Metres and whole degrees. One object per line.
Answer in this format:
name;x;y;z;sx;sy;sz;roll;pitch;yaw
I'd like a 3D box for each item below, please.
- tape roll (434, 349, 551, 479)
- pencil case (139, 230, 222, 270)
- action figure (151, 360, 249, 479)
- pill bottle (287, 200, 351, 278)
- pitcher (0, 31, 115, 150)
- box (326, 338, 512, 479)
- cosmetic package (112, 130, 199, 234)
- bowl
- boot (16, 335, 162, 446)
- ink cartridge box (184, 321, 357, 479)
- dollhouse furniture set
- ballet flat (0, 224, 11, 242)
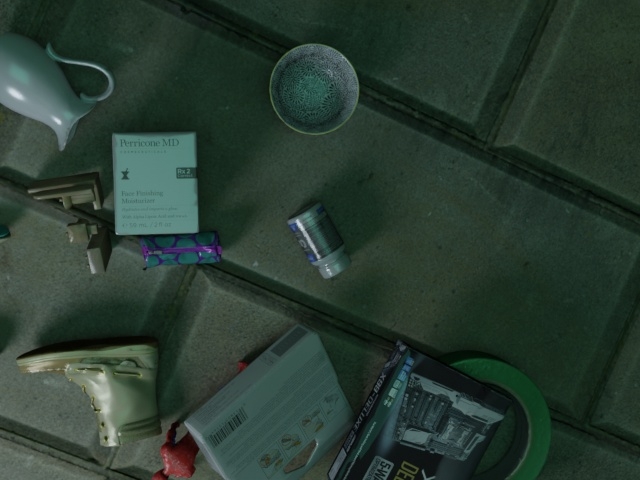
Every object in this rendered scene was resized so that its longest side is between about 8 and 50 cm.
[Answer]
tape roll;0.306;0.389;1.812;0.321;0.077;0.321;-1;96;-9
pencil case;-0.265;0.018;1.690;0.151;0.070;0.065;-5;96;-9
action figure;-0.232;0.366;1.728;0.091;0.139;0.280;47;65;-7
pill bottle;0.000;0.000;1.725;0.078;0.078;0.137;-31;99;-5
pitcher;-0.491;-0.292;1.597;0.207;0.125;0.178;42;98;-17
box;0.189;0.383;1.715;0.242;0.076;0.307;29;91;-9
cosmetic package;-0.301;-0.107;1.631;0.151;0.151;0.184;-2;96;-10
bowl;-0.017;-0.286;1.695;0.170;0.080;0.170;-1;95;-9
boot;-0.433;0.291;1.681;0.261;0.095;0.204;-4;97;-13
ink cartridge box;-0.085;0.347;1.707;0.296;0.066;0.261;-39;127;-23
dollhouse furniture set;-0.463;-0.027;1.632;0.123;0.144;0.151;-8;111;-3
ballet flat;-0.656;-0.002;1.645;0.168;0.057;0.052;3;123;-6
